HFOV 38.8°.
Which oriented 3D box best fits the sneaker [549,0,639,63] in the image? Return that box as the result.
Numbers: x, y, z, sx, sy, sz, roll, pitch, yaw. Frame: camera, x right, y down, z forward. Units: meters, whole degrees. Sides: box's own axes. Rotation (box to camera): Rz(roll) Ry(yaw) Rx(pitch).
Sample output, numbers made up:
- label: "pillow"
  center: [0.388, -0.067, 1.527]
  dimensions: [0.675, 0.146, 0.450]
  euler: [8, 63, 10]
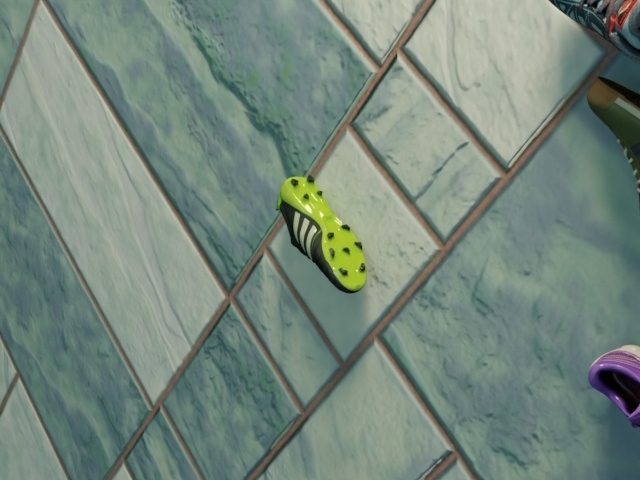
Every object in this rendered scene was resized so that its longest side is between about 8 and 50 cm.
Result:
- label: "sneaker"
  center: [0.274, -0.198, 0.738]
  dimensions: [0.262, 0.125, 0.104]
  euler: [37, 120, 35]

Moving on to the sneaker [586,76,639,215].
- label: "sneaker"
  center: [0.293, -0.058, 0.783]
  dimensions: [0.192, 0.064, 0.086]
  euler: [43, 119, 29]

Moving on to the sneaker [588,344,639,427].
- label: "sneaker"
  center: [0.308, 0.160, 0.798]
  dimensions: [0.170, 0.071, 0.068]
  euler: [34, 119, 36]

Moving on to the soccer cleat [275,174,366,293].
- label: "soccer cleat"
  center: [0.000, 0.000, 1.101]
  dimensions: [0.179, 0.060, 0.072]
  euler: [60, 142, 29]
